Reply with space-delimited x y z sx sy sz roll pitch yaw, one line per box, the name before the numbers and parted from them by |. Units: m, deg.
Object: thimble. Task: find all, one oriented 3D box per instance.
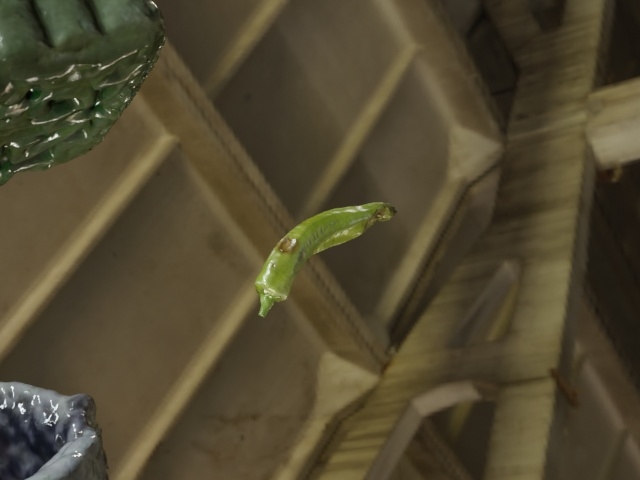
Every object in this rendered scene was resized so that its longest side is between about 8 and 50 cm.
thimble | -0.277 0.220 0.867 0.217 0.245 0.157 -134 35 -59

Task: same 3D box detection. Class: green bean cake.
green bean cake | -0.196 -0.097 0.668 0.185 0.183 0.094 -21 -101 -31

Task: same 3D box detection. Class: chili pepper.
chili pepper | -0.001 -0.001 1.138 0.208 0.049 0.043 -38 -23 -34
